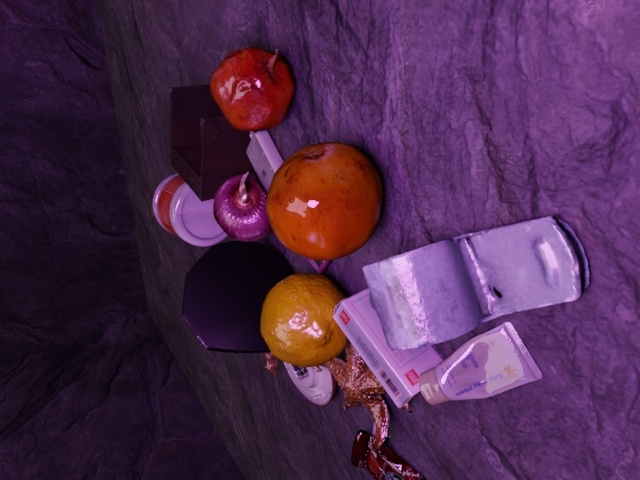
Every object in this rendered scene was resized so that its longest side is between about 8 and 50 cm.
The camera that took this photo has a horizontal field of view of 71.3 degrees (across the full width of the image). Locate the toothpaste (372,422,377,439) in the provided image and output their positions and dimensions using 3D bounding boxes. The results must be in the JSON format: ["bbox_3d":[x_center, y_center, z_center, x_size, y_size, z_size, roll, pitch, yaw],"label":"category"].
[{"bbox_3d":[0.167,0.619,1.334,0.052,0.033,0.218,27,126,36],"label":"toothpaste"}]

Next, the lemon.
[{"bbox_3d":[-0.040,0.208,1.209,0.310,0.253,0.254,-150,45,-77],"label":"lemon"}]

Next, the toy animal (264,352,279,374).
[{"bbox_3d":[-0.177,0.374,1.643,0.056,0.099,0.241,-1,107,56],"label":"toy animal"}]

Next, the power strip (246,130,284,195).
[{"bbox_3d":[-0.144,-0.201,1.332,0.271,0.046,0.118,62,150,9],"label":"power strip"}]

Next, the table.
[{"bbox_3d":[-0.348,-0.322,1.441,0.250,0.196,0.282,44,137,36],"label":"table"}]

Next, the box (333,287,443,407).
[{"bbox_3d":[0.159,0.233,1.040,0.269,0.135,0.079,52,143,23],"label":"box"}]

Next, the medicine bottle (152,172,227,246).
[{"bbox_3d":[-0.464,-0.121,1.657,0.240,0.252,0.253,19,123,50],"label":"medicine bottle"}]

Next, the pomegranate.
[{"bbox_3d":[0.011,-0.082,0.977,0.264,0.264,0.265,32,132,44],"label":"pomegranate"}]

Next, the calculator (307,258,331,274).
[{"bbox_3d":[0.000,0.000,1.242,0.127,0.034,0.191,53,138,26],"label":"calculator"}]

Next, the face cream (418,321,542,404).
[{"bbox_3d":[0.300,0.253,0.872,0.224,0.070,0.114,-37,75,34],"label":"face cream"}]

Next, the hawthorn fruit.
[{"bbox_3d":[-0.150,-0.396,1.111,0.243,0.207,0.208,-28,84,53],"label":"hawthorn fruit"}]

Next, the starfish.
[{"bbox_3d":[0.111,0.422,1.240,0.303,0.113,0.312,58,143,19],"label":"starfish"}]

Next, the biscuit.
[{"bbox_3d":[0.190,0.661,1.275,0.235,0.063,0.151,33,127,34],"label":"biscuit"}]

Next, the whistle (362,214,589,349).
[{"bbox_3d":[0.254,0.077,0.816,0.404,0.188,0.168,-20,85,25],"label":"whistle"}]

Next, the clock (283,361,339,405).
[{"bbox_3d":[-0.055,0.401,1.497,0.318,0.080,0.319,33,133,43],"label":"clock"}]

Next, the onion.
[{"bbox_3d":[-0.237,-0.094,1.372,0.200,0.200,0.207,-11,115,57],"label":"onion"}]

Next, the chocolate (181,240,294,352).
[{"bbox_3d":[-0.285,0.211,1.484,0.384,0.383,0.331,63,150,10],"label":"chocolate"}]
